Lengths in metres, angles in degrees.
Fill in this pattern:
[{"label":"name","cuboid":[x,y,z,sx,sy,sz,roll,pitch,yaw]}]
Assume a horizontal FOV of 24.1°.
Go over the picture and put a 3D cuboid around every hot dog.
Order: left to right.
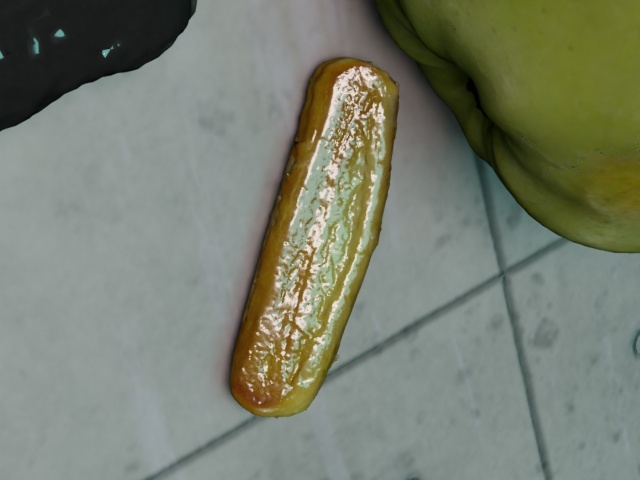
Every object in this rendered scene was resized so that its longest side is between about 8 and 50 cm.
[{"label":"hot dog","cuboid":[0.000,0.000,0.878,0.066,0.047,0.216,14,94,0]}]

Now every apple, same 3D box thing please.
[{"label":"apple","cuboid":[0.194,-0.179,0.791,0.357,0.357,0.357,-10,108,-33]}]

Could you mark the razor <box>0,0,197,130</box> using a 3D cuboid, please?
[{"label":"razor","cuboid":[-0.172,-0.211,0.662,0.189,0.107,0.327,-33,119,-27]}]
